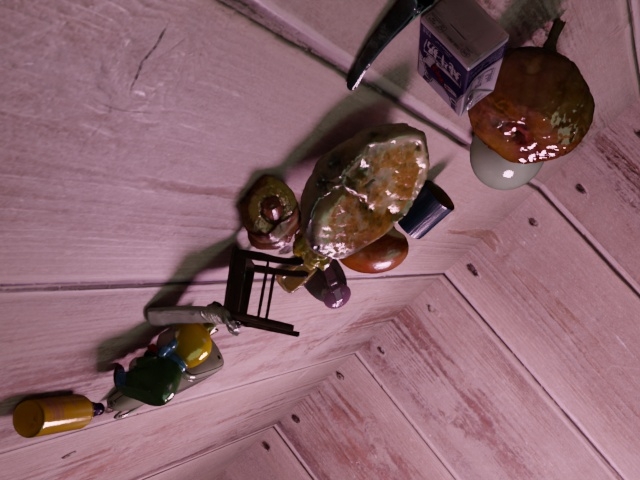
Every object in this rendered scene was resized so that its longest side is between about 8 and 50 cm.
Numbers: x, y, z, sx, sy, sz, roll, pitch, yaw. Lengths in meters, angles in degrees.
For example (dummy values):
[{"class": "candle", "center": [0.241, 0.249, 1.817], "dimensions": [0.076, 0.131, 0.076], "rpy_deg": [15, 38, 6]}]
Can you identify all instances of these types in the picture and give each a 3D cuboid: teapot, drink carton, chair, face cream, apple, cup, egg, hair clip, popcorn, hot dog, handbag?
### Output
[{"class": "teapot", "center": [0.026, 0.104, 2.243], "dimensions": [0.116, 0.146, 0.148], "rpy_deg": [1, 121, -28]}, {"class": "drink carton", "center": [0.264, -0.349, 1.583], "dimensions": [0.102, 0.134, 0.222], "rpy_deg": [-40, 165, -6]}, {"class": "chair", "center": [-0.199, 0.114, 1.829], "dimensions": [0.160, 0.319, 0.186], "rpy_deg": [76, 22, -76]}, {"class": "face cream", "center": [-0.554, 0.376, 1.826], "dimensions": [0.078, 0.078, 0.273], "rpy_deg": [-42, 164, 8]}, {"class": "apple", "center": [0.127, 0.003, 2.124], "dimensions": [0.173, 0.195, 0.160], "rpy_deg": [-4, 121, -20]}, {"class": "cup", "center": [0.304, -0.086, 2.428], "dimensions": [0.138, 0.113, 0.150], "rpy_deg": [-45, 162, 25]}, {"class": "egg", "center": [0.510, -0.245, 2.291], "dimensions": [0.203, 0.203, 0.283], "rpy_deg": [-36, 169, -13]}, {"class": "hair clip", "center": [0.103, -0.341, 1.439], "dimensions": [0.070, 0.039, 0.229], "rpy_deg": [-19, 159, -50]}, {"class": "popcorn", "center": [0.000, 0.000, 1.971], "dimensions": [0.145, 0.126, 0.126], "rpy_deg": [-62, -169, -27]}, {"class": "hot dog", "center": [-0.094, -0.036, 1.703], "dimensions": [0.123, 0.093, 0.261], "rpy_deg": [-42, 164, -9]}, {"class": "handbag", "center": [-0.415, 0.357, 2.137], "dimensions": [0.315, 0.109, 0.241], "rpy_deg": [-31, 167, 22]}]

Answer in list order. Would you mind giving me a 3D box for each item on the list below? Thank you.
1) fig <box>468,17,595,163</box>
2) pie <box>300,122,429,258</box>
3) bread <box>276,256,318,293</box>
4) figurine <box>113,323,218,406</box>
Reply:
[{"class": "fig", "center": [0.516, -0.369, 1.945], "dimensions": [0.369, 0.286, 0.286], "rpy_deg": [-58, 171, -21]}, {"class": "pie", "center": [0.093, -0.104, 1.754], "dimensions": [0.339, 0.077, 0.339], "rpy_deg": [-27, 141, -24]}, {"class": "bread", "center": [-0.062, 0.086, 2.169], "dimensions": [0.106, 0.053, 0.072], "rpy_deg": [-38, 121, -11]}, {"class": "figurine", "center": [-0.352, 0.261, 1.923], "dimensions": [0.127, 0.185, 0.234], "rpy_deg": [49, 54, -36]}]
